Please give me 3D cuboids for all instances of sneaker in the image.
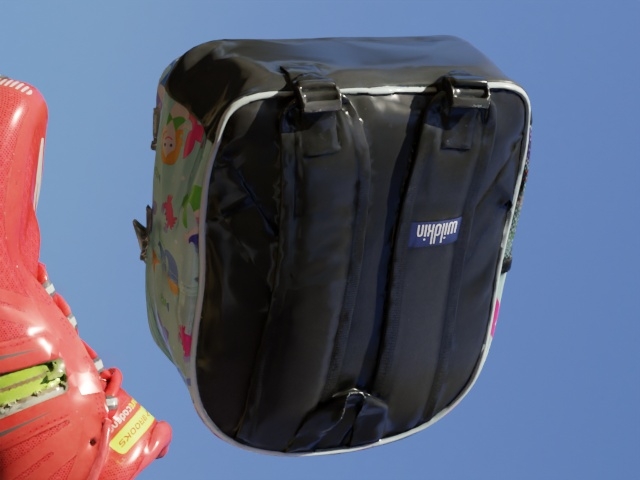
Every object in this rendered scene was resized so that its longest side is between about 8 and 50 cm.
[{"bbox_3d":[-0.123,0.066,0.786,0.107,0.118,0.279,-43,135,-82],"label":"sneaker"}]

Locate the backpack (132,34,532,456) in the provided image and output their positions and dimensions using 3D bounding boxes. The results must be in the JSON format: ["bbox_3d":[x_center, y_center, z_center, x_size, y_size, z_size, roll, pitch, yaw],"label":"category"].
[{"bbox_3d":[0.000,0.000,1.112,0.191,0.225,0.253,-138,-132,-59],"label":"backpack"}]
